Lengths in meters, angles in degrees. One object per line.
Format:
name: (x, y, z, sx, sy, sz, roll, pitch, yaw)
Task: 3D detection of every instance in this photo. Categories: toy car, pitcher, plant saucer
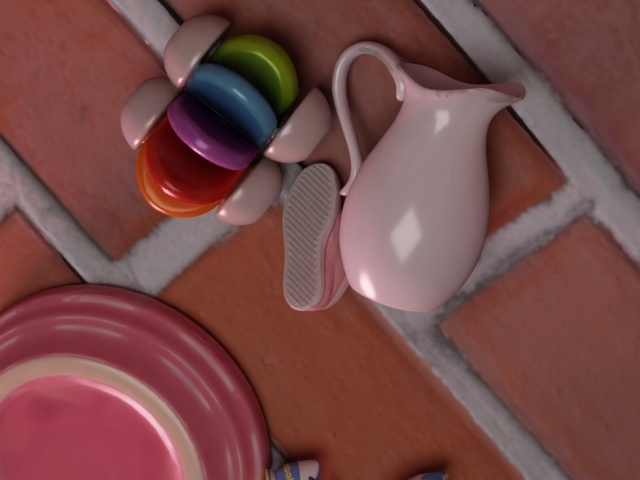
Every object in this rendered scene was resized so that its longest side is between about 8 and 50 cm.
toy car: (-0.094, -0.095, 1.659, 0.159, 0.136, 0.182, 39, 119, -1)
pitcher: (0.070, -0.058, 1.648, 0.178, 0.125, 0.207, 25, 109, 30)
plant saucer: (-0.217, 0.209, 1.854, 0.332, 0.084, 0.332, 6, 114, 15)

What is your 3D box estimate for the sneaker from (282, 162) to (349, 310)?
sneaker: (0.000, 0.000, 1.727, 0.051, 0.070, 0.134, 3, 83, 25)

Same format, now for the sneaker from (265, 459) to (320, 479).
sneaker: (-0.002, 0.272, 1.831, 0.059, 0.053, 0.144, -25, 116, 2)

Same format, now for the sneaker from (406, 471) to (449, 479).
sneaker: (0.148, 0.321, 1.790, 0.086, 0.085, 0.237, -31, 101, 30)
